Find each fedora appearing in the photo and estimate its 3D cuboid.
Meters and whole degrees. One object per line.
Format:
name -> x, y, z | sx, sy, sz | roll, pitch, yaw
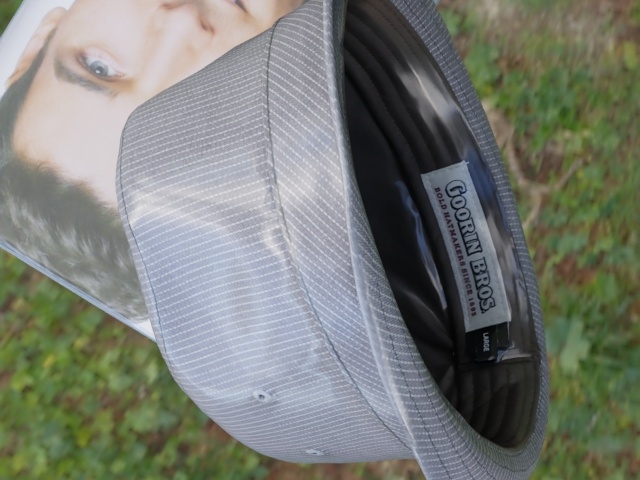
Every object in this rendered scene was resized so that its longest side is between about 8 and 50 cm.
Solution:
fedora -> 0.000, 0.000, 0.792 | 0.124, 0.243, 0.275 | -14, 147, 18

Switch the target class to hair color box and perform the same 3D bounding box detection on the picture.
hair color box -> -0.049, -0.134, 1.090 | 0.185, 0.113, 0.374 | 30, 87, 9
